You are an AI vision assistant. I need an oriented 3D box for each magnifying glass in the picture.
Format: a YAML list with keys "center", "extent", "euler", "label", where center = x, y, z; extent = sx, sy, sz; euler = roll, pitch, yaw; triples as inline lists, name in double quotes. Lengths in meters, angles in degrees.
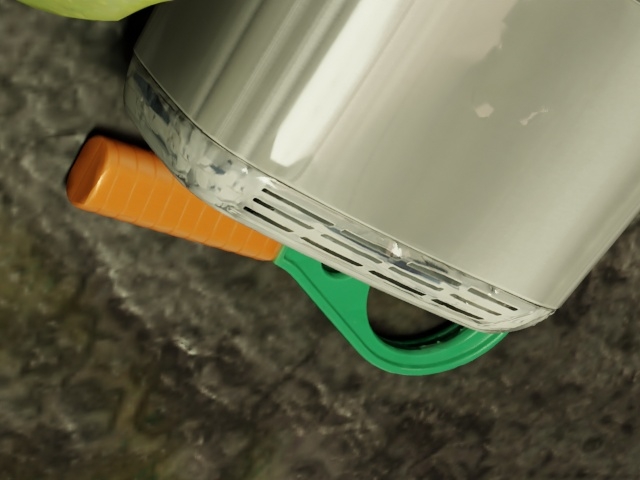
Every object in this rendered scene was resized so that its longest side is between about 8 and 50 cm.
- center: [0.000, 0.000, 0.775]
  extent: [0.231, 0.026, 0.092]
  euler: [16, 111, -40]
  label: "magnifying glass"

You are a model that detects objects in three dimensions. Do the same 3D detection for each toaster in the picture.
- center: [0.033, -0.067, 0.669]
  extent: [0.227, 0.129, 0.146]
  euler: [25, 103, -35]
  label: "toaster"

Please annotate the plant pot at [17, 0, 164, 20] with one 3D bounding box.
- center: [-0.070, -0.197, 0.459]
  extent: [0.276, 0.276, 0.254]
  euler: [-36, 145, -5]
  label: "plant pot"
